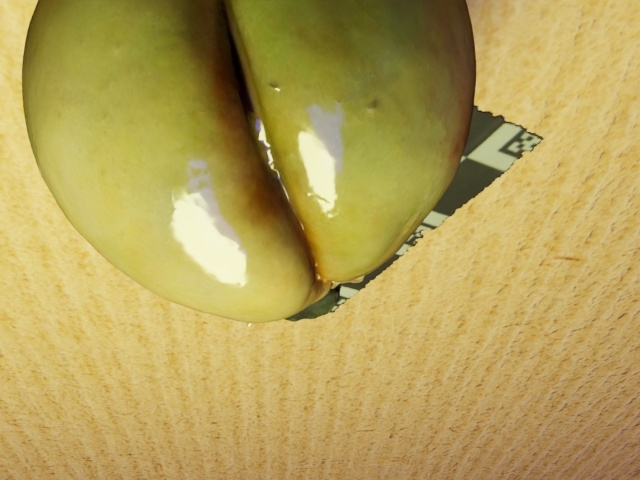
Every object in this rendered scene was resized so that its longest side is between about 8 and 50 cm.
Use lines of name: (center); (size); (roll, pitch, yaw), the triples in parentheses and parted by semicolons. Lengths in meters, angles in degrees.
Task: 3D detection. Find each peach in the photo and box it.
peach: (-0.039, -0.086, 0.515); (0.292, 0.247, 0.292); (-17, 138, -16)

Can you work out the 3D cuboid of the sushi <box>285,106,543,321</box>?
sushi: (0.000, 0.000, 0.765); (0.296, 0.100, 0.373); (18, 139, -30)
